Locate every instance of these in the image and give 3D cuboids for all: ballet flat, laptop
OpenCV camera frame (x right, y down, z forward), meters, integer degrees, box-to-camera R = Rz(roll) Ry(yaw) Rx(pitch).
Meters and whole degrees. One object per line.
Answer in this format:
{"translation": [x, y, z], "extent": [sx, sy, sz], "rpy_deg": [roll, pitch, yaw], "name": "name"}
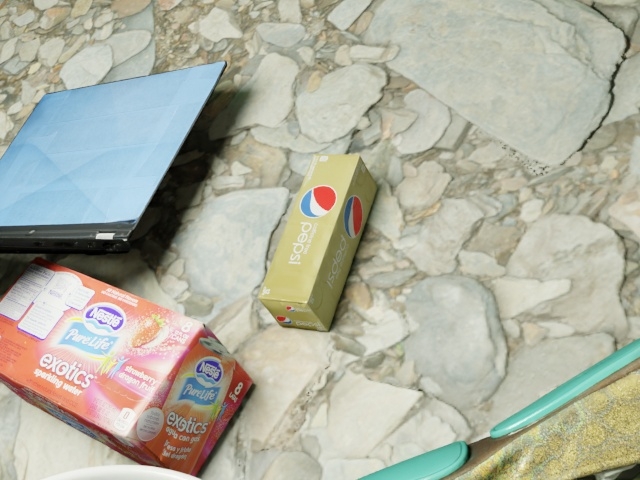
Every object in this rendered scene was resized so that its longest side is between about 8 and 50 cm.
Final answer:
{"translation": [0.141, 0.196, 0.754], "extent": [0.348, 0.123, 0.123], "rpy_deg": [-28, 48, 8], "name": "ballet flat"}
{"translation": [-0.382, -0.100, 1.105], "extent": [0.382, 0.408, 0.236], "rpy_deg": [-1, 88, 40], "name": "laptop"}

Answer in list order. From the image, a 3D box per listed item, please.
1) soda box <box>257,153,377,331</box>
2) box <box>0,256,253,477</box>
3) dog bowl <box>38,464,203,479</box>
{"translation": [0.000, 0.000, 0.990], "extent": [0.058, 0.061, 0.181], "rpy_deg": [4, 58, 28], "name": "soda box"}
{"translation": [-0.213, 0.126, 0.962], "extent": [0.257, 0.122, 0.128], "rpy_deg": [16, 63, 35], "name": "box"}
{"translation": [-0.164, 0.299, 0.738], "extent": [0.265, 0.104, 0.265], "rpy_deg": [2, 28, -1], "name": "dog bowl"}
